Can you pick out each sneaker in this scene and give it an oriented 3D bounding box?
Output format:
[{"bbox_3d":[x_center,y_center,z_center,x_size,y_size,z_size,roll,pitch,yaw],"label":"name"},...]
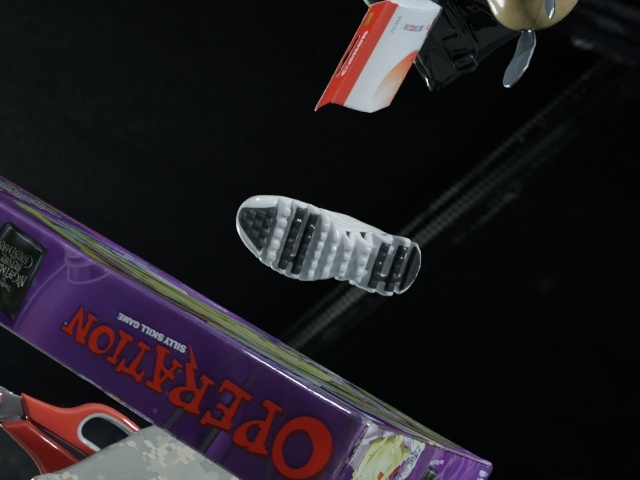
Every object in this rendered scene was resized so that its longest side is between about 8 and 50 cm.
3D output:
[{"bbox_3d":[0.000,0.000,2.003,0.292,0.118,0.110,19,-78,-29],"label":"sneaker"}]

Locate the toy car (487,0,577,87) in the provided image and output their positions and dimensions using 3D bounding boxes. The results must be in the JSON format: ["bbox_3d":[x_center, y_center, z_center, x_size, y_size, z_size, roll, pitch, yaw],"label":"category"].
[{"bbox_3d":[0.148,-0.217,1.096,0.149,0.188,0.155,5,-37,-12],"label":"toy car"}]

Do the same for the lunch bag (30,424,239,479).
[{"bbox_3d":[-0.064,0.273,1.011,0.235,0.287,0.169,-22,-18,-39],"label":"lunch bag"}]

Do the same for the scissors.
[{"bbox_3d":[-0.256,0.133,1.163,0.297,0.109,0.021,48,-15,-18],"label":"scissors"}]

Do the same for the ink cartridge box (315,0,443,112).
[{"bbox_3d":[0.071,-0.216,1.629,0.045,0.179,0.145,33,-67,9],"label":"ink cartridge box"}]

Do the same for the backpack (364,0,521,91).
[{"bbox_3d":[0.136,-0.426,1.803,0.355,0.273,0.290,37,-50,-19],"label":"backpack"}]

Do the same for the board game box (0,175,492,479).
[{"bbox_3d":[-0.099,0.025,0.626,0.347,0.056,0.208,28,2,23],"label":"board game box"}]
